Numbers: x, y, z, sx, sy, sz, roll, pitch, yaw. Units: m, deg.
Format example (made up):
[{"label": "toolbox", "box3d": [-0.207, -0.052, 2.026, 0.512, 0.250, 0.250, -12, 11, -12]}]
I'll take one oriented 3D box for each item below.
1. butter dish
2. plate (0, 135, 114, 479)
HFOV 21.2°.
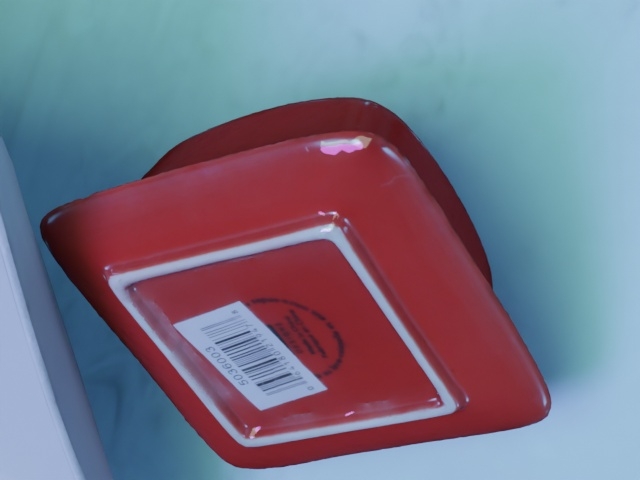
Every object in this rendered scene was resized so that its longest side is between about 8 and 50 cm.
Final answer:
[{"label": "butter dish", "box3d": [0.000, 0.000, 0.676, 0.160, 0.118, 0.160, -14, 129, 29]}, {"label": "plate", "box3d": [-0.193, 0.021, 0.722, 0.277, 0.045, 0.278, 17, 134, 34]}]
